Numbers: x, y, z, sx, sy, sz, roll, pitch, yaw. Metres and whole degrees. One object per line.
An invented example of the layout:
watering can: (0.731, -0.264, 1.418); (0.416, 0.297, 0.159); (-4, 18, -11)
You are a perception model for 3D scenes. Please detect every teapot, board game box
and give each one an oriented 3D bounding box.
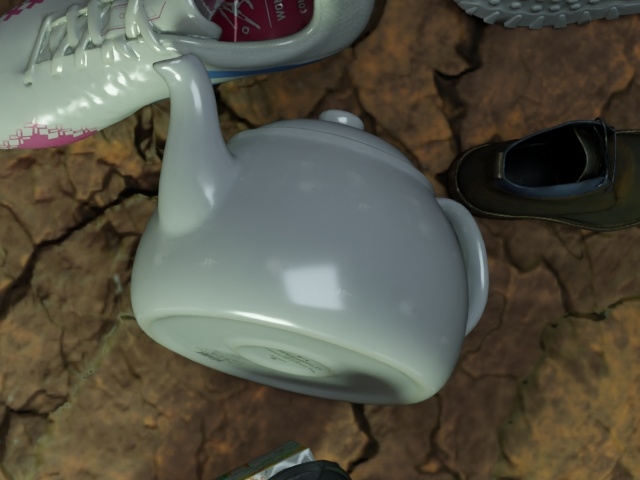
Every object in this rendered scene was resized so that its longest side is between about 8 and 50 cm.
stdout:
teapot: (0.000, 0.000, 1.159); (0.252, 0.256, 0.187); (13, 73, 5)
board game box: (-0.078, 0.193, 1.192); (0.154, 0.103, 0.026); (-26, 90, -9)

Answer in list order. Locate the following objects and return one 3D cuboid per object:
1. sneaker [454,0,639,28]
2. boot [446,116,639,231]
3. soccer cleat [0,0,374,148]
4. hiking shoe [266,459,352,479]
sneaker: (0.206, -0.227, 1.279); (0.235, 0.090, 0.095); (-4, 73, -11)
boot: (0.214, -0.049, 1.247); (0.219, 0.106, 0.082); (-5, 87, -8)
soccer cleat: (-0.126, -0.152, 1.155); (0.331, 0.143, 0.116); (-16, 84, 9)
hiking shoe: (0.011, 0.248, 1.143); (0.086, 0.114, 0.227); (-22, 134, -13)
